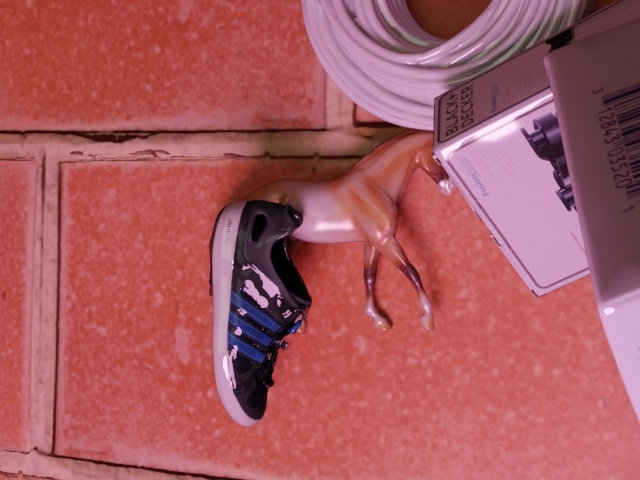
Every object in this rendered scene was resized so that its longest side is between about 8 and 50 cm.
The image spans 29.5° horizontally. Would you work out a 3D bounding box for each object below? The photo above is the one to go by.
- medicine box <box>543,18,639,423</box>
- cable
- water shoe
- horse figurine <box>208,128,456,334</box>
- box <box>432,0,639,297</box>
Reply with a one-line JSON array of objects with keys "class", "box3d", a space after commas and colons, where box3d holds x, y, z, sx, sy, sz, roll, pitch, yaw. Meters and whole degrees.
[{"class": "medicine box", "box3d": [0.266, 0.034, 0.784, 0.149, 0.263, 0.289, -18, 126, 16]}, {"class": "cable", "box3d": [0.105, -0.219, 1.025, 0.257, 0.089, 0.257, 3, 91, 23]}, {"class": "water shoe", "box3d": [-0.048, 0.067, 1.048, 0.080, 0.073, 0.203, 1, 105, 13]}, {"class": "horse figurine", "box3d": [0.000, 0.000, 1.089, 0.263, 0.066, 0.174, -6, 95, 22]}, {"class": "box", "box3d": [0.247, -0.093, 0.914, 0.290, 0.087, 0.169, -28, 120, 23]}]
